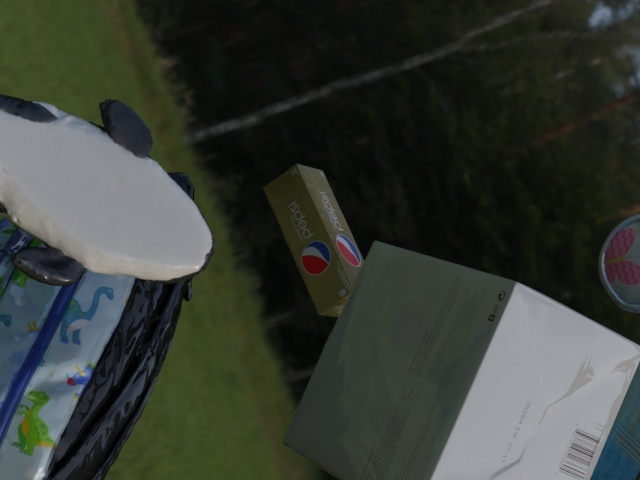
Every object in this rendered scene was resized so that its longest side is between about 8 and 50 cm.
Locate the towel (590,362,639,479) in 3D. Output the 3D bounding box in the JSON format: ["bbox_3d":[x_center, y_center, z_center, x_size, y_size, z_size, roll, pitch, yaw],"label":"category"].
[{"bbox_3d":[0.485,0.355,1.727,0.370,0.271,0.040,46,-49,4],"label":"towel"}]

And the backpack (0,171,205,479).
[{"bbox_3d":[-0.271,0.122,1.319,0.290,0.273,0.355,116,-16,-58],"label":"backpack"}]

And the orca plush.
[{"bbox_3d":[-0.227,-0.036,1.041,0.102,0.287,0.151,150,-51,-67],"label":"orca plush"}]

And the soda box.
[{"bbox_3d":[0.000,0.000,1.620,0.061,0.058,0.181,12,48,-57],"label":"soda box"}]

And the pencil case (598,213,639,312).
[{"bbox_3d":[0.432,0.032,1.642,0.113,0.124,0.273,38,16,26],"label":"pencil case"}]

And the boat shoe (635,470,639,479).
[{"bbox_3d":[0.416,0.277,1.447,0.130,0.132,0.355,-104,-166,-61],"label":"boat shoe"}]

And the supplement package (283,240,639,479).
[{"bbox_3d":[0.110,0.128,1.083,0.149,0.194,0.203,27,-5,-30],"label":"supplement package"}]
